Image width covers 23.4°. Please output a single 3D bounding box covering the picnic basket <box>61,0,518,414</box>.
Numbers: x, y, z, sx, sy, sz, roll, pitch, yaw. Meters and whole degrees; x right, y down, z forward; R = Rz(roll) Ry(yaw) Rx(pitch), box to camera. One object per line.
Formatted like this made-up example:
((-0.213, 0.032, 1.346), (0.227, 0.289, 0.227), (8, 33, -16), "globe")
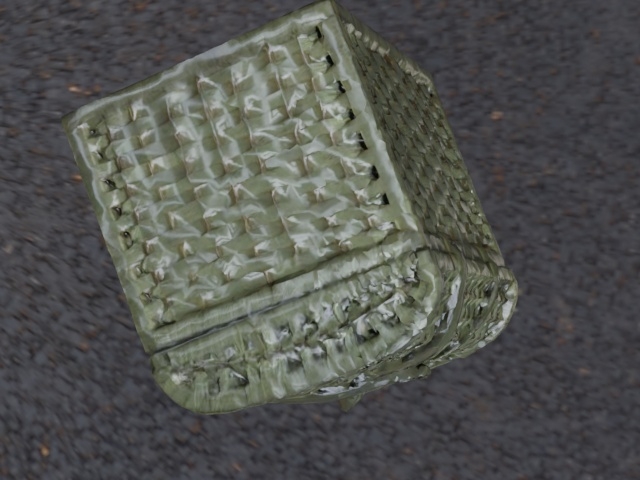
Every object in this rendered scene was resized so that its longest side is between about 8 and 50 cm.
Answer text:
((0.000, 0.000, 0.703), (0.134, 0.196, 0.154), (-21, 82, 14), "picnic basket")
